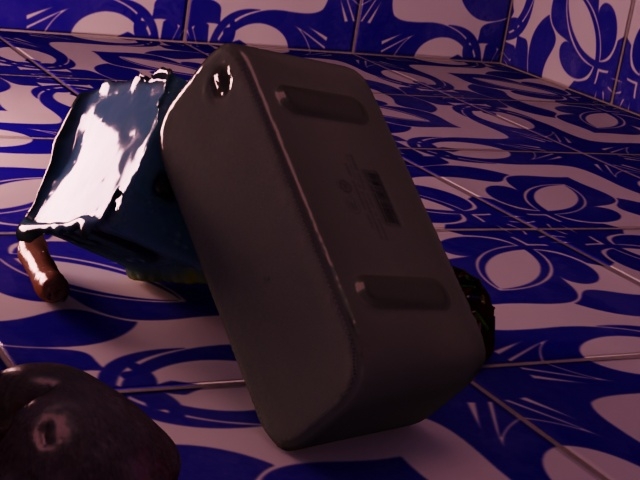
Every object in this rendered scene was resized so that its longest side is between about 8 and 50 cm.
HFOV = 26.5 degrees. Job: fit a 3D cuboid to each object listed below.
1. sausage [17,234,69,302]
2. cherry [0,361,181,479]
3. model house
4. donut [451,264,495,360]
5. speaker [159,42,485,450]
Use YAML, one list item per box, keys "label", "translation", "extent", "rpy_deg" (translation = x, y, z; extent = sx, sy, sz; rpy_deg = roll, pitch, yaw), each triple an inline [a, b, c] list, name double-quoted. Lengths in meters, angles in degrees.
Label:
- label: "sausage"
  translation: [-0.333, 0.032, 1.624]
  extent: [0.043, 0.043, 0.186]
  rpy_deg: [2, 19, -22]
- label: "cherry"
  translation: [-0.202, 0.174, 1.068]
  extent: [0.176, 0.140, 0.176]
  rpy_deg: [31, 7, -4]
- label: "model house"
  translation: [-0.162, -0.046, 1.615]
  extent: [0.303, 0.216, 0.237]
  rpy_deg: [26, -15, -33]
- label: "donut"
  translation: [0.099, 0.079, 1.623]
  extent: [0.235, 0.089, 0.235]
  rpy_deg: [9, 18, -3]
- label: "speaker"
  translation: [0.000, 0.000, 1.386]
  extent: [0.184, 0.183, 0.406]
  rpy_deg: [1, 57, -41]
